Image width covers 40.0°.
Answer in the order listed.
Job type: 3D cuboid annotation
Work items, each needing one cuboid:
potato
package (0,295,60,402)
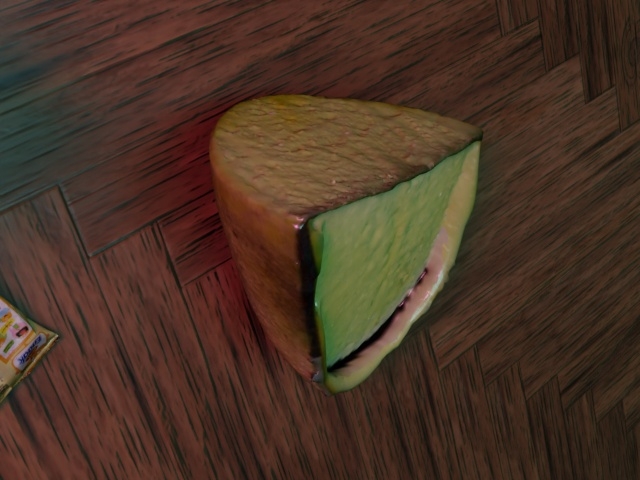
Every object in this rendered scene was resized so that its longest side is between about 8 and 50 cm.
[{"bbox_3d":[0.000,0.000,0.981,0.330,0.212,0.280,-28,136,-42],"label":"potato"},{"bbox_3d":[-0.317,0.102,0.828,0.108,0.031,0.121,-51,133,-18],"label":"package"}]
